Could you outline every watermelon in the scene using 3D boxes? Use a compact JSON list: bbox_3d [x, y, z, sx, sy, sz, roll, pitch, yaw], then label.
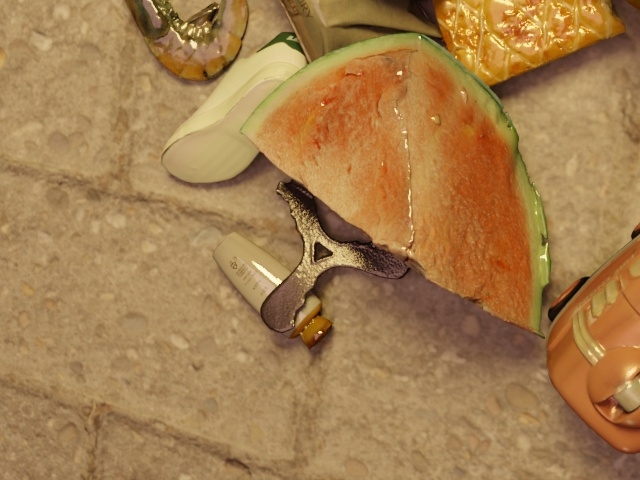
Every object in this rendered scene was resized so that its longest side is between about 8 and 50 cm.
[{"bbox_3d":[0.128,-0.084,1.043,0.319,0.292,0.222,41,103,44],"label":"watermelon"}]

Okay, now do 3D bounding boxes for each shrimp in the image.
[{"bbox_3d":[-0.177,-0.313,1.193,0.150,0.051,0.217,-31,97,20],"label":"shrimp"}]

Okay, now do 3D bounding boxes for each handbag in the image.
[{"bbox_3d":[0.021,-0.312,1.075,0.182,0.117,0.270,-29,100,4],"label":"handbag"}]

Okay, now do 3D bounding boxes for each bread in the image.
[{"bbox_3d":[0.228,-0.254,1.042,0.188,0.068,0.126,-20,94,23],"label":"bread"}]

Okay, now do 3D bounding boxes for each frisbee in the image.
[{"bbox_3d":[0.000,0.000,1.191,0.210,0.012,0.188,-21,80,5],"label":"frisbee"}]

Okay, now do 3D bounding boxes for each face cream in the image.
[{"bbox_3d":[-0.063,0.065,1.225,0.182,0.051,0.072,42,107,8],"label":"face cream"}]

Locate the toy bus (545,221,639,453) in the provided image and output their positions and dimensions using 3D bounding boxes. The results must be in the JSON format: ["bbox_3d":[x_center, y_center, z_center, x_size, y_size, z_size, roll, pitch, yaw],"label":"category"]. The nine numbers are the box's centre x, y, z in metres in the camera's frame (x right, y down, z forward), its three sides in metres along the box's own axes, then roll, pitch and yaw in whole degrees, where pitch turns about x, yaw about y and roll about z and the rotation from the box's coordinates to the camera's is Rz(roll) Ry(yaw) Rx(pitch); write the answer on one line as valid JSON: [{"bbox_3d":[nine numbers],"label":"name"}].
[{"bbox_3d":[0.365,0.094,0.983,0.194,0.232,0.288,47,114,8],"label":"toy bus"}]

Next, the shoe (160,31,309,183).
[{"bbox_3d":[-0.101,-0.165,1.180,0.095,0.110,0.265,33,140,-29],"label":"shoe"}]

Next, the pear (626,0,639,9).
[{"bbox_3d":[0.318,-0.381,0.856,0.284,0.285,0.336,21,66,15],"label":"pear"}]
